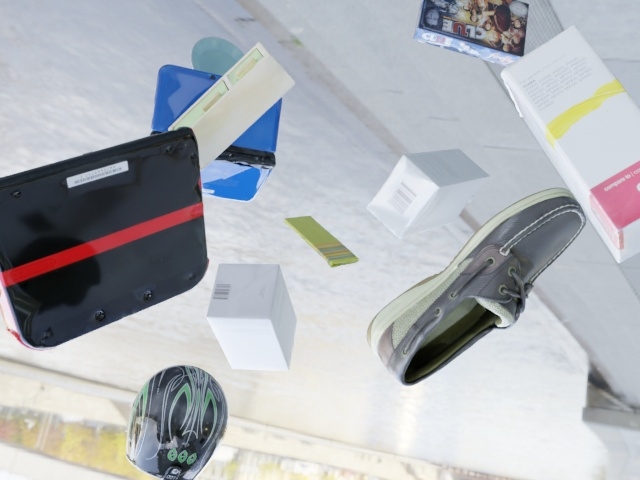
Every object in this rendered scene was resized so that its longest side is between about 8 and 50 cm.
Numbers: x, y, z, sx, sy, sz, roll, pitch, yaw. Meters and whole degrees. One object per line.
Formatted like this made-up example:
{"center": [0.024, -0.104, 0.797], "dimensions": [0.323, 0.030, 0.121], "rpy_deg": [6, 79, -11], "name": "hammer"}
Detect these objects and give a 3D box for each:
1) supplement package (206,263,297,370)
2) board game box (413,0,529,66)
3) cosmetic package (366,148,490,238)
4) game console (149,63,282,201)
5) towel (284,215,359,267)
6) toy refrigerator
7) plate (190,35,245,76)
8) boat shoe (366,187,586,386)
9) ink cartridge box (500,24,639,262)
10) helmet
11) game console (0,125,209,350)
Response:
{"center": [-0.181, 0.217, 1.943], "dimensions": [0.175, 0.177, 0.293], "rpy_deg": [0, 142, 10], "name": "supplement package"}
{"center": [0.341, -0.492, 1.583], "dimensions": [0.243, 0.165, 0.042], "rpy_deg": [14, 155, -4], "name": "board game box"}
{"center": [0.343, -0.153, 2.187], "dimensions": [0.156, 0.217, 0.385], "rpy_deg": [45, -151, 19], "name": "cosmetic package"}
{"center": [-0.259, -0.239, 1.642], "dimensions": [0.293, 0.173, 0.250], "rpy_deg": [8, 147, -23], "name": "game console"}
{"center": [0.000, 0.000, 1.960], "dimensions": [0.102, 0.021, 0.237], "rpy_deg": [-6, -144, -39], "name": "towel"}
{"center": [-0.189, -0.280, 1.457], "dimensions": [0.094, 0.269, 0.102], "rpy_deg": [44, -170, -33], "name": "toy refrigerator"}
{"center": [-0.261, -0.451, 1.860], "dimensions": [0.188, 0.188, 0.024], "rpy_deg": [20, 150, -29], "name": "plate"}
{"center": [0.144, 0.047, 0.610], "dimensions": [0.224, 0.073, 0.080], "rpy_deg": [-38, 130, 7], "name": "boat shoe"}
{"center": [0.533, -0.179, 1.353], "dimensions": [0.160, 0.384, 0.279], "rpy_deg": [-33, 157, 14], "name": "ink cartridge box"}
{"center": [-0.223, 0.281, 1.119], "dimensions": [0.170, 0.161, 0.169], "rpy_deg": [20, 179, 0], "name": "helmet"}
{"center": [-0.376, -0.002, 1.232], "dimensions": [0.387, 0.341, 0.060], "rpy_deg": [-24, -141, -32], "name": "game console"}
